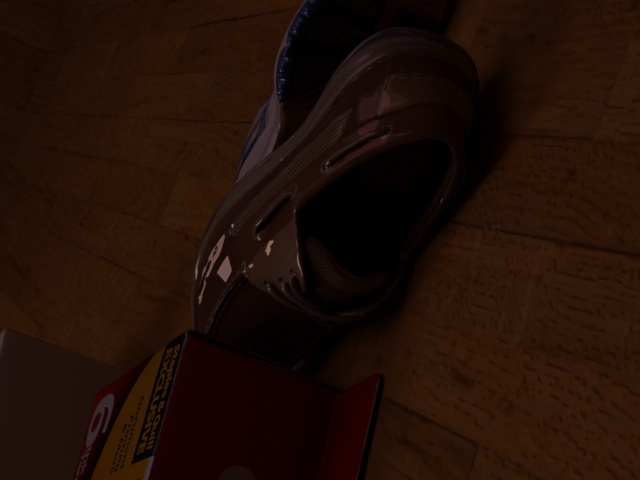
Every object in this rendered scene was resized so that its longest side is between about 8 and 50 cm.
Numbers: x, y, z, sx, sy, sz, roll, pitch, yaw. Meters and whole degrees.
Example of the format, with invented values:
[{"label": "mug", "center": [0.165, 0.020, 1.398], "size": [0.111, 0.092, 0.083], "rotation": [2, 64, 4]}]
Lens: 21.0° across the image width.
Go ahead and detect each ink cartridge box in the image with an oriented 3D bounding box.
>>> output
[{"label": "ink cartridge box", "center": [-0.098, 0.235, 1.191], "size": [0.272, 0.130, 0.309], "rotation": [-35, 37, 58]}]

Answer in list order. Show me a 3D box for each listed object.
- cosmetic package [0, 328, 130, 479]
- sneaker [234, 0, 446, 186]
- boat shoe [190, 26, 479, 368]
[{"label": "cosmetic package", "center": [-0.300, 0.297, 1.678], "size": [0.197, 0.155, 0.365], "rotation": [-52, 25, 44]}, {"label": "sneaker", "center": [-0.004, -0.113, 1.346], "size": [0.296, 0.112, 0.131], "rotation": [-63, 18, 14]}, {"label": "boat shoe", "center": [0.000, 0.000, 1.197], "size": [0.324, 0.123, 0.116], "rotation": [-58, 22, 35]}]
